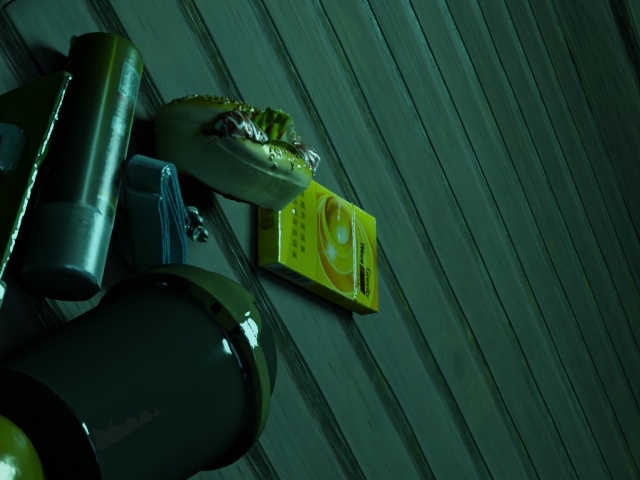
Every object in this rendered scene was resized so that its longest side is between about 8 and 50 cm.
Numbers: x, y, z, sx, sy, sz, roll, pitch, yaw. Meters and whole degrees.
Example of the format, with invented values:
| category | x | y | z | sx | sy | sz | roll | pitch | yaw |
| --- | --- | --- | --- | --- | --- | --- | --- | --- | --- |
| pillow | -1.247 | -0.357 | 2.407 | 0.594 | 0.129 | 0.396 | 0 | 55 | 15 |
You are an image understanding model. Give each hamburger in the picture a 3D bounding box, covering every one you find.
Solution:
| category | x | y | z | sx | sy | sz | roll | pitch | yaw |
| --- | --- | --- | --- | --- | --- | --- | --- | --- | --- |
| hamburger | -0.099 | -0.105 | 1.432 | 0.210 | 0.173 | 0.116 | 18 | 88 | -57 |

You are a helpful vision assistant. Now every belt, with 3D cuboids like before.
| category | x | y | z | sx | sy | sz | roll | pitch | yaw |
| --- | --- | --- | --- | --- | --- | --- | --- | --- | --- |
| belt | -0.170 | -0.030 | 1.315 | 0.179 | 0.065 | 0.100 | 91 | 20 | -49 |

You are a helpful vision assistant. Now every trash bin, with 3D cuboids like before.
| category | x | y | z | sx | sy | sz | roll | pitch | yaw |
| --- | --- | --- | --- | --- | --- | --- | --- | --- | --- |
| trash bin | -0.168 | 0.144 | 1.164 | 0.334 | 0.214 | 0.214 | -30 | 106 | -57 |

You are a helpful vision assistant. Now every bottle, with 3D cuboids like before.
| category | x | y | z | sx | sy | sz | roll | pitch | yaw |
| --- | --- | --- | --- | --- | --- | --- | --- | --- | --- |
| bottle | -0.242 | -0.078 | 1.247 | 0.082 | 0.082 | 0.286 | 42 | 44 | -48 |

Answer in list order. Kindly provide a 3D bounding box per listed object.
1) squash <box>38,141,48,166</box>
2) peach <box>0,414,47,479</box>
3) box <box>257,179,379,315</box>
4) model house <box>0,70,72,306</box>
| category | x | y | z | sx | sy | sz | roll | pitch | yaw |
| --- | --- | --- | --- | --- | --- | --- | --- | --- | --- |
| squash | -0.300 | -0.066 | 1.100 | 0.252 | 0.066 | 0.066 | -81 | 151 | -69 |
| peach | -0.285 | 0.249 | 0.927 | 0.251 | 0.153 | 0.251 | -6 | 90 | -85 |
| box | 0.000 | 0.000 | 1.697 | 0.269 | 0.043 | 0.152 | 31 | 54 | -53 |
| model house | -0.378 | -0.059 | 0.841 | 0.313 | 0.242 | 0.358 | 46 | 43 | -41 |
